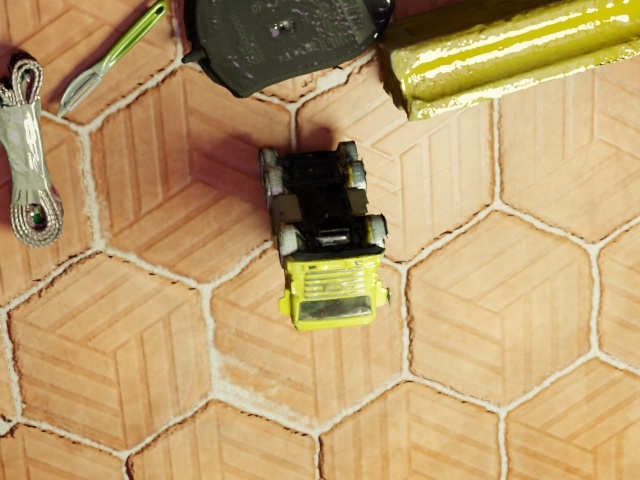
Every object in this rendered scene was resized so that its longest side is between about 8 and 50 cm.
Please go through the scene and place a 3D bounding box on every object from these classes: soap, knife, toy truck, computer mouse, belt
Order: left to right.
[{"bbox_3d":[-0.345,-0.103,1.718,0.071,0.053,0.232,-6,113,-4],"label":"belt"},{"bbox_3d":[-0.244,-0.211,1.704,0.184,0.026,0.022,-44,150,8],"label":"knife"},{"bbox_3d":[-0.039,-0.258,1.674,0.264,0.088,0.147,-19,111,11],"label":"computer mouse"},{"bbox_3d":[0.000,0.000,1.690,0.124,0.272,0.157,-6,121,-6],"label":"toy truck"},{"bbox_3d":[0.222,-0.232,1.664,0.314,0.199,0.091,-17,109,1],"label":"soap"}]
